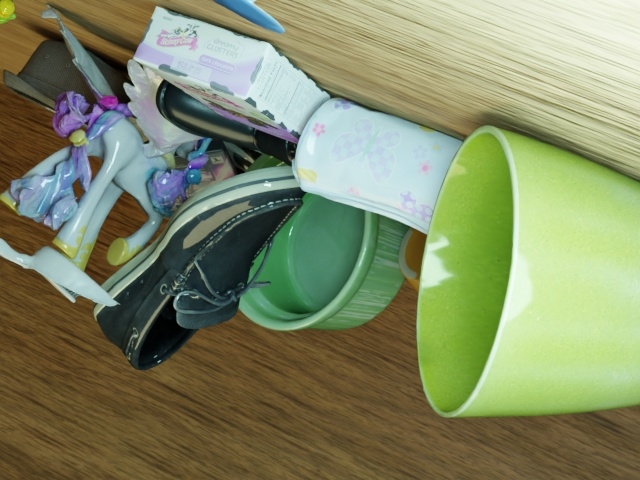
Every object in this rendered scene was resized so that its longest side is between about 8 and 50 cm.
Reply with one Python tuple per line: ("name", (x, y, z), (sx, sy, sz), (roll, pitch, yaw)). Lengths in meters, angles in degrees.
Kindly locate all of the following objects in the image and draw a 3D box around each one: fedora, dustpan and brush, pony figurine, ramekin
("fedora", (-0.427, -0.271, 2.069), (0.275, 0.124, 0.244), (27, 178, 29))
("dustpan and brush", (-0.412, 0.040, 1.726), (0.211, 0.060, 0.147), (46, 166, -31))
("pony figurine", (-0.301, -0.148, 1.738), (0.303, 0.363, 0.351), (31, 166, 33))
("ramekin", (0.000, 0.000, 1.827), (0.303, 0.303, 0.148), (22, -176, 41))

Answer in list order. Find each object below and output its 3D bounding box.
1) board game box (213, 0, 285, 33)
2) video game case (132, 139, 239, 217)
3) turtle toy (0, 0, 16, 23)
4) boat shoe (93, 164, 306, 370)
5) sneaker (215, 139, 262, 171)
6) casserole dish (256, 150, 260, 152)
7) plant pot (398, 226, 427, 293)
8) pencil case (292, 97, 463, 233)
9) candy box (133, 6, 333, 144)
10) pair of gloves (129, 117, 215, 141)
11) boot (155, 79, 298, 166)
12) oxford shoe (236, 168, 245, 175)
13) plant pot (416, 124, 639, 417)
("board game box", (-0.096, -0.230, 0.975), (0.168, 0.033, 0.133), (30, -178, -1))
("video game case", (-0.243, -0.103, 2.063), (0.196, 0.026, 0.274), (-8, 160, 4))
("turtle toy", (-0.490, -0.354, 1.647), (0.130, 0.066, 0.095), (29, 152, -30))
("boat shoe", (-0.170, 0.045, 1.741), (0.187, 0.500, 0.156), (-8, -114, -47))
("sneaker", (-0.220, -0.174, 2.119), (0.271, 0.108, 0.100), (25, -167, 8))
("casserole dish", (-0.115, -0.182, 1.990), (0.114, 0.037, 0.188), (23, 176, 22))
("plant pot", (0.224, 0.047, 1.755), (0.188, 0.205, 0.205), (35, 171, -36))
("pencil case", (0.105, -0.068, 1.327), (0.273, 0.124, 0.113), (24, 178, 20))
("candy box", (-0.094, -0.186, 1.355), (0.165, 0.070, 0.196), (23, 177, 28))
("pair of gloves", (-0.276, -0.166, 1.974), (0.204, 0.042, 0.240), (-11, 155, -2))
("boot", (-0.073, -0.153, 1.512), (0.246, 0.094, 0.207), (18, -176, -27))
("oxford shoe", (-0.185, -0.135, 2.475), (0.146, 0.140, 0.397), (15, 175, 29))
("plant pot", (0.273, 0.049, 1.111), (0.293, 0.275, 0.275), (8, 180, -10))
